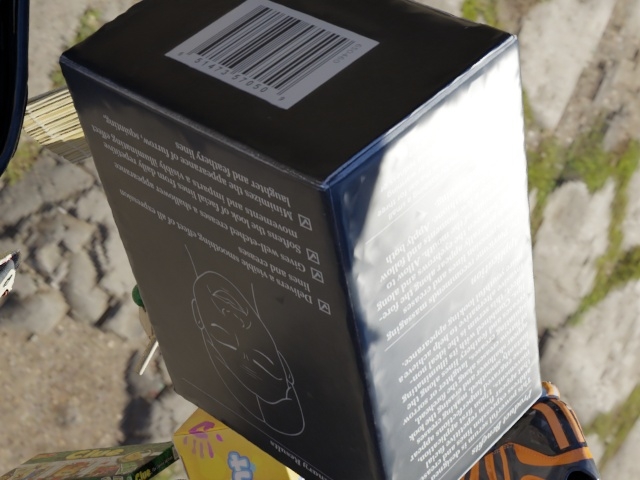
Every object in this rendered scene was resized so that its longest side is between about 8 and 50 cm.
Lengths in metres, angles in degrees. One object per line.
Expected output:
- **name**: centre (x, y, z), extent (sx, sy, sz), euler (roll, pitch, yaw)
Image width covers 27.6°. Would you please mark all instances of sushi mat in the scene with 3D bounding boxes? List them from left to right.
- **sushi mat**: centre (-0.186, -0.172, 1.498), extent (0.316, 0.019, 0.151), euler (-19, 157, 10)

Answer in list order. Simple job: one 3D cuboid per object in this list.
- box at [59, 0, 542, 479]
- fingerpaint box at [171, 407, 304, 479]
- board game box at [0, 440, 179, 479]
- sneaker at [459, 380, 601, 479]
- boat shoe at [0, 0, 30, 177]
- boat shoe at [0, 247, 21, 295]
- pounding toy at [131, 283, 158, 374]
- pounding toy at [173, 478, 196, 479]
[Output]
- **box**: centre (0.000, 0.000, 1.081), extent (0.212, 0.293, 0.395), euler (-39, 138, -28)
- **fingerpaint box**: centre (-0.009, 0.394, 1.912), extent (0.371, 0.163, 0.445), euler (-43, 119, -64)
- **board game box**: centre (-0.339, 0.330, 1.866), extent (0.136, 0.259, 0.030), euler (-23, 102, -64)
- **sneaker**: centre (0.208, 0.324, 1.550), extent (0.124, 0.180, 0.321), euler (-4, 144, -37)
- **boat shoe**: centre (-0.295, -0.247, 0.976), extent (0.186, 0.156, 0.500), euler (-12, 126, -30)
- **boat shoe**: centre (-0.382, 0.048, 1.526), extent (0.043, 0.049, 0.137), euler (63, 19, -15)
- **pounding toy**: centre (-0.182, 0.079, 1.652), extent (0.141, 0.100, 0.130), euler (-10, 116, -19)
- **pounding toy**: centre (-0.156, 0.402, 1.499), extent (0.154, 0.155, 0.269), euler (-33, 92, -19)
